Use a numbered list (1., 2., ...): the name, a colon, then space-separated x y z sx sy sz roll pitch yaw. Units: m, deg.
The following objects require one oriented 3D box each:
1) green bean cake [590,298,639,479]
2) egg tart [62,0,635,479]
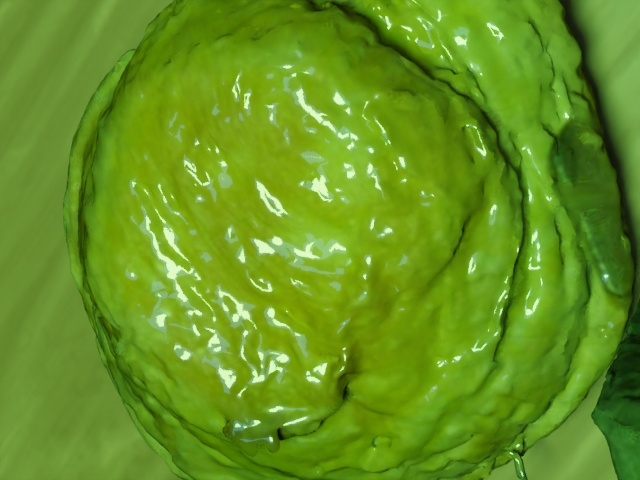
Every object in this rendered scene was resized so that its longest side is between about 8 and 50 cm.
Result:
1. green bean cake: 0.230 0.069 0.667 0.183 0.185 0.094 -11 97 22
2. egg tart: 0.000 0.000 0.766 0.351 0.153 0.339 -38 89 24
